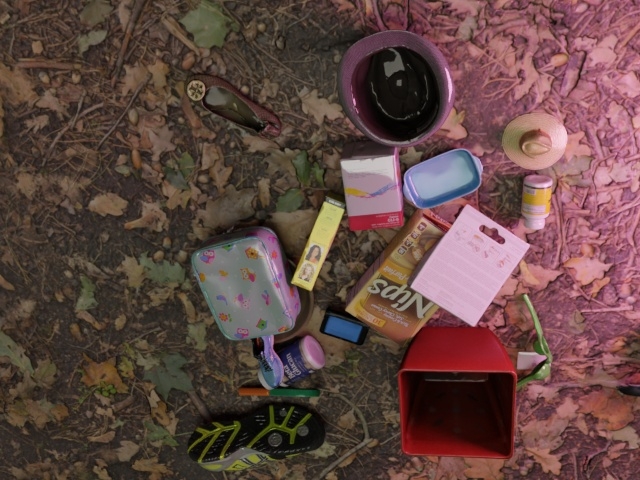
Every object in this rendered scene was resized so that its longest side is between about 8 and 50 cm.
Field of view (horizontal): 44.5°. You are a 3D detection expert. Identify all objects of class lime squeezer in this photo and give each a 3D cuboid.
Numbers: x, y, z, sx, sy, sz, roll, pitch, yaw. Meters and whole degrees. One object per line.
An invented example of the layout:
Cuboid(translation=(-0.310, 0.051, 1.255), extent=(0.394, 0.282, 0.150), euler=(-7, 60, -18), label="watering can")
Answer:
Cuboid(translation=(0.534, 0.282, 1.975), extent=(0.110, 0.059, 0.310), euler=(22, 118, 32), label="lime squeezer")

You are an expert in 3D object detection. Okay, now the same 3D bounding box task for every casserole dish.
Cuboid(translation=(0.282, -0.147, 1.816), extent=(0.188, 0.037, 0.114), euler=(-21, 110, 14), label="casserole dish")

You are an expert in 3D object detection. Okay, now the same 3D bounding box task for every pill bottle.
Cuboid(translation=(0.495, -0.087, 1.799), extent=(0.065, 0.065, 0.116), euler=(2, 116, 8), label="pill bottle")
Cuboid(translation=(-0.080, 0.327, 2.062), extent=(0.169, 0.094, 0.094), euler=(-32, 106, 21), label="pill bottle")

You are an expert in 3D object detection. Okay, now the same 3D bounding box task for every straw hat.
Cuboid(translation=(0.480, -0.212, 1.746), extent=(0.144, 0.061, 0.144), euler=(3, 114, 7), label="straw hat")

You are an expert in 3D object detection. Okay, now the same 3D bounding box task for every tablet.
Cuboid(translation=(0.548, 0.309, 2.008), extent=(0.083, 0.006, 0.054), euler=(1, 115, 9), label="tablet")

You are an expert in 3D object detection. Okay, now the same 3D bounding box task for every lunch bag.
Cuboid(translation=(-0.186, 0.102, 1.924), extent=(0.224, 0.108, 0.279), euler=(-12, 110, 19), label="lunch bag")

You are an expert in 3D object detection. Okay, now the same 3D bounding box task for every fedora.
Cuboid(translation=(0.164, -0.342, 1.698), extent=(0.243, 0.124, 0.275), euler=(-21, 118, 19), label="fedora")

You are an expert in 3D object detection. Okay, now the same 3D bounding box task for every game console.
Cuboid(translation=(0.064, 0.225, 2.009), extent=(0.122, 0.107, 0.071), euler=(17, 88, 0), label="game console")

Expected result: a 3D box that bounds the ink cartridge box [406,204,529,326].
Cuboid(translation=(0.341, 0.058, 1.817), extent=(0.189, 0.066, 0.232), euler=(32, 93, -10), label="ink cartridge box")

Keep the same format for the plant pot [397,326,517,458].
Cuboid(translation=(0.334, 0.351, 1.926), extent=(0.267, 0.236, 0.267), euler=(0, 120, 10), label="plant pot")

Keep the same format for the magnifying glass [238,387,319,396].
Cuboid(translation=(-0.113, 0.413, 2.123), extent=(0.231, 0.092, 0.026), euler=(-1, 80, 20), label="magnifying glass")

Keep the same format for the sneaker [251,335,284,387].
Cuboid(translation=(-0.147, 0.301, 2.001), extent=(0.063, 0.073, 0.162), euler=(-21, 85, 24), label="sneaker")

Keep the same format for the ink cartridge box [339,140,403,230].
Cuboid(translation=(0.121, -0.132, 1.800), extent=(0.127, 0.128, 0.176), euler=(-5, 115, 10), label="ink cartridge box")

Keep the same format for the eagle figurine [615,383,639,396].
Cuboid(translation=(0.911, 0.338, 1.893), extent=(0.298, 0.225, 0.226), euler=(31, 74, 26), label="eagle figurine")

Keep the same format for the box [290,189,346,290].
Cuboid(translation=(0.000, 0.000, 1.883), extent=(0.058, 0.087, 0.232), euler=(22, 106, 1), label="box")

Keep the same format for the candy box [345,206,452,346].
Cuboid(translation=(0.224, 0.091, 1.910), extent=(0.183, 0.087, 0.316), euler=(34, 114, -9), label="candy box")

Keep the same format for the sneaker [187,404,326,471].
Cuboid(translation=(-0.168, 0.558, 2.183), extent=(0.384, 0.145, 0.147), euler=(-8, 144, 10), label="sneaker")

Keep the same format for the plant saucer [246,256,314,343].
Cuboid(translation=(-0.150, 0.141, 2.018), extent=(0.277, 0.041, 0.278), euler=(3, 116, 7), label="plant saucer")

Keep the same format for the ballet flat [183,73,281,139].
Cuboid(translation=(-0.204, -0.305, 1.808), extent=(0.250, 0.058, 0.084), euler=(30, 115, -6), label="ballet flat")
